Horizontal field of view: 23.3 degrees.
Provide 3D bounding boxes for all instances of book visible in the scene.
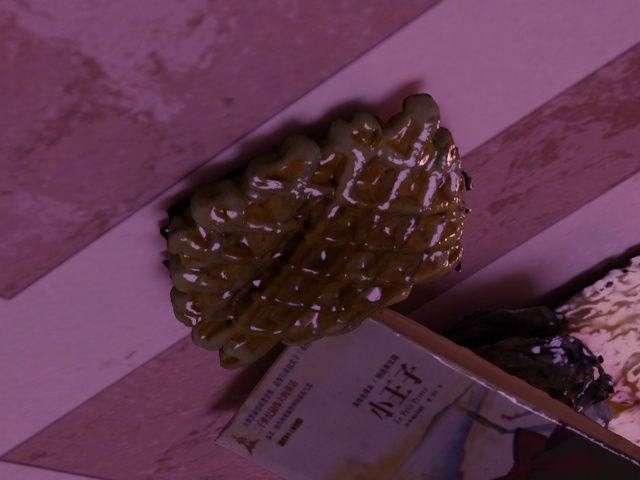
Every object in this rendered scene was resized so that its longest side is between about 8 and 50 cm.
[{"bbox_3d":[0.087,0.159,1.175,0.289,0.026,0.201,28,130,-10],"label":"book"}]

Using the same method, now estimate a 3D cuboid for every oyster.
[{"bbox_3d":[0.141,0.172,1.252,0.198,0.112,0.268,-6,127,-1],"label":"oyster"}]

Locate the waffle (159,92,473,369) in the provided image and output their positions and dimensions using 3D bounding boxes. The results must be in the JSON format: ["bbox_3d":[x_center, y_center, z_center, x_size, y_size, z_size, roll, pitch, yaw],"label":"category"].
[{"bbox_3d":[0.000,0.000,0.978,0.208,0.054,0.214,-20,148,2],"label":"waffle"}]

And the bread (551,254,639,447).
[{"bbox_3d":[0.313,0.156,1.339,0.345,0.242,0.405,-39,153,24],"label":"bread"}]
